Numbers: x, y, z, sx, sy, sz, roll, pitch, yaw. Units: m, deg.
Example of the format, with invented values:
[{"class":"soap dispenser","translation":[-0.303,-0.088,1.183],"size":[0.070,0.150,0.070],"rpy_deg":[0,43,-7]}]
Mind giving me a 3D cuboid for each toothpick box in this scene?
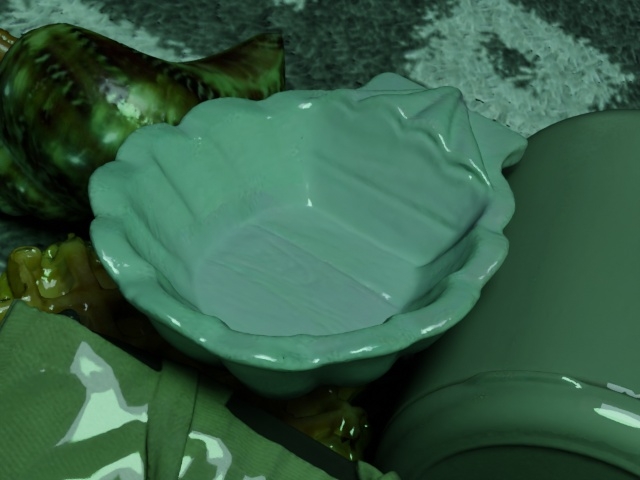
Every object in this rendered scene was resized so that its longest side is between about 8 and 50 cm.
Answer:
[{"class":"toothpick box","translation":[0.158,0.058,0.803],"size":[0.229,0.229,0.316],"rpy_deg":[28,46,-2]}]

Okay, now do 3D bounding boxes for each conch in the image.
[{"class":"conch","translation":[-0.113,-0.068,0.831],"size":[0.182,0.124,0.187],"rpy_deg":[3,9,-1]}]

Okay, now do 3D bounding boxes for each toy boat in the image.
[{"class":"toy boat","translation":[0.000,0.000,0.725],"size":[0.199,0.100,0.290],"rpy_deg":[32,42,20]}]

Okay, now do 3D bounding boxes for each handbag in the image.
[{"class":"handbag","translation":[-0.060,0.195,0.612],"size":[0.316,0.109,0.253],"rpy_deg":[27,73,-1]}]

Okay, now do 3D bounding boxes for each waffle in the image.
[{"class":"waffle","translation":[-0.086,0.097,0.759],"size":[0.238,0.058,0.243],"rpy_deg":[24,45,-2]}]

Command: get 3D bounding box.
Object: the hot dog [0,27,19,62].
[{"class":"hot dog","translation":[-0.214,-0.123,0.886],"size":[0.137,0.028,0.044],"rpy_deg":[33,54,1]}]
